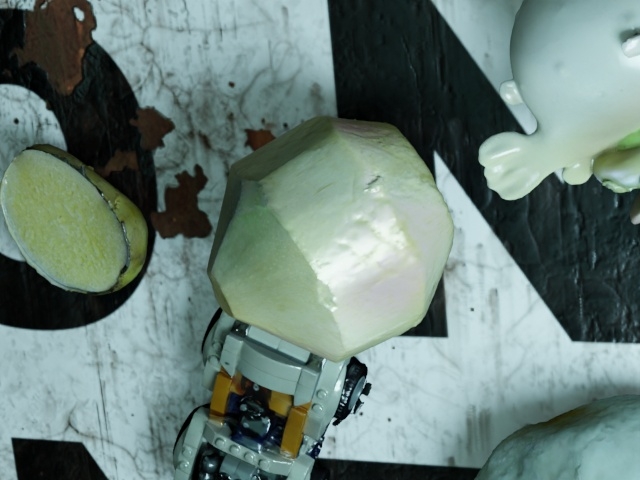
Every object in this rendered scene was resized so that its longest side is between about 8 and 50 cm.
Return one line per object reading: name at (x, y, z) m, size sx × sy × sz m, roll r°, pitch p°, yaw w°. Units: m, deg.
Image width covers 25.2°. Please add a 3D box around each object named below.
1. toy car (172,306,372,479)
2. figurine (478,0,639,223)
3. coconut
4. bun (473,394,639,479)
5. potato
toy car at (-0.065, 0.214, 1.640) m, size 0.193 × 0.118 × 0.301 m, roll 24°, pitch 114°, yaw 12°
figurine at (0.300, -0.082, 1.372) m, size 0.274 × 0.226 × 0.394 m, roll -26°, pitch 108°, yaw 13°
coconut at (0.000, 0.000, 1.480) m, size 0.259 × 0.259 × 0.259 m, roll 6°, pitch 107°, yaw 21°
bun at (0.307, 0.334, 1.467) m, size 0.362 × 0.211 × 0.362 m, roll 6°, pitch 107°, yaw 19°
potato at (-0.279, -0.031, 1.677) m, size 0.200 × 0.081 × 0.164 m, roll 39°, pitch 124°, yaw 11°
